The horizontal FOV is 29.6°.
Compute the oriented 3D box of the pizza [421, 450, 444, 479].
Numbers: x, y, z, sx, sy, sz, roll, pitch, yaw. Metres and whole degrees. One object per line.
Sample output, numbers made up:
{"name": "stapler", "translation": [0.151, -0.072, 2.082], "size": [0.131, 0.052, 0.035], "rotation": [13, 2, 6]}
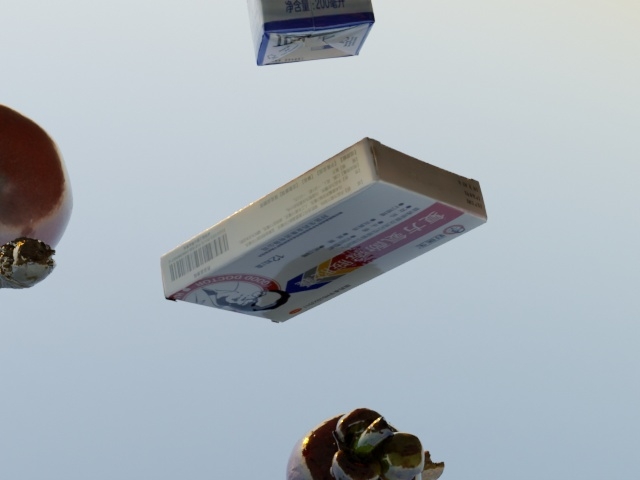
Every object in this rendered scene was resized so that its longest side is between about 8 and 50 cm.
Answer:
{"name": "pizza", "translation": [0.158, 0.449, 2.137], "size": [0.069, 0.154, 0.194], "rotation": [53, 172, 47]}

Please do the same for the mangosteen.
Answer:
{"name": "mangosteen", "translation": [0.066, 0.356, 1.893], "size": [0.215, 0.257, 0.215], "rotation": [14, -131, -17]}

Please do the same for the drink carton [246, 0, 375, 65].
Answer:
{"name": "drink carton", "translation": [-0.031, -0.366, 1.368], "size": [0.130, 0.315, 0.106], "rotation": [-7, 169, -10]}

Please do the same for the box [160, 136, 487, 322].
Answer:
{"name": "box", "translation": [0.000, 0.000, 1.480], "size": [0.214, 0.353, 0.069], "rotation": [16, -123, -46]}

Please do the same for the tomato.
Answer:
{"name": "tomato", "translation": [-0.567, -0.076, 2.025], "size": [0.321, 0.321, 0.321], "rotation": [19, -159, -8]}

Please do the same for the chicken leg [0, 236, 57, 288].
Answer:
{"name": "chicken leg", "translation": [-0.461, 0.041, 1.749], "size": [0.198, 0.069, 0.085], "rotation": [-12, -138, 26]}
